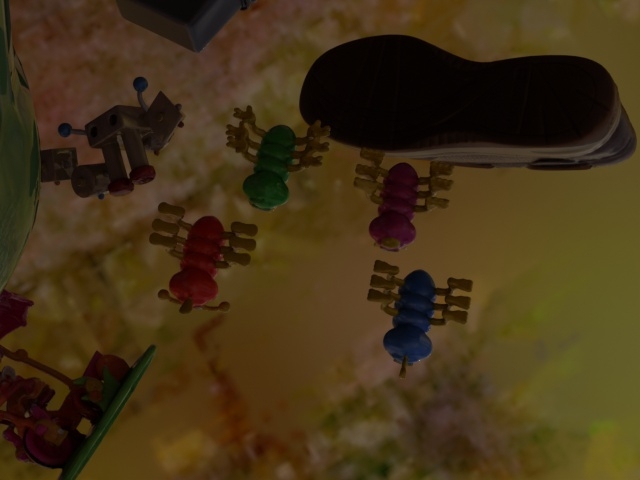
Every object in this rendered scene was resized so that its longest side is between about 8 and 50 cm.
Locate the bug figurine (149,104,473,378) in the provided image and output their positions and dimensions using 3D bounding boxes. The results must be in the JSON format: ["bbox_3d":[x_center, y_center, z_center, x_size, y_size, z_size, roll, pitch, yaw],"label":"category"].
[{"bbox_3d":[0.000,0.000,1.390,0.072,0.279,0.216,100,6,-62],"label":"bug figurine"}]

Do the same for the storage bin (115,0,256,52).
[{"bbox_3d":[-0.150,-0.259,1.678,0.091,0.135,0.098,-55,159,-19],"label":"storage bin"}]

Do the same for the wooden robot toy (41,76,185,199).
[{"bbox_3d":[-0.152,-0.076,1.296,0.173,0.076,0.079,-25,170,36],"label":"wooden robot toy"}]

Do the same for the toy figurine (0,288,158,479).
[{"bbox_3d":[-0.236,0.109,1.240,0.130,0.159,0.173,-57,-178,35],"label":"toy figurine"}]

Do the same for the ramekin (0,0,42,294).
[{"bbox_3d":[-0.217,-0.078,0.372,0.303,0.303,0.148,-25,136,-40],"label":"ramekin"}]

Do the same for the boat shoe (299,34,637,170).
[{"bbox_3d":[0.140,-0.118,1.530,0.342,0.123,0.123,5,163,32],"label":"boat shoe"}]
